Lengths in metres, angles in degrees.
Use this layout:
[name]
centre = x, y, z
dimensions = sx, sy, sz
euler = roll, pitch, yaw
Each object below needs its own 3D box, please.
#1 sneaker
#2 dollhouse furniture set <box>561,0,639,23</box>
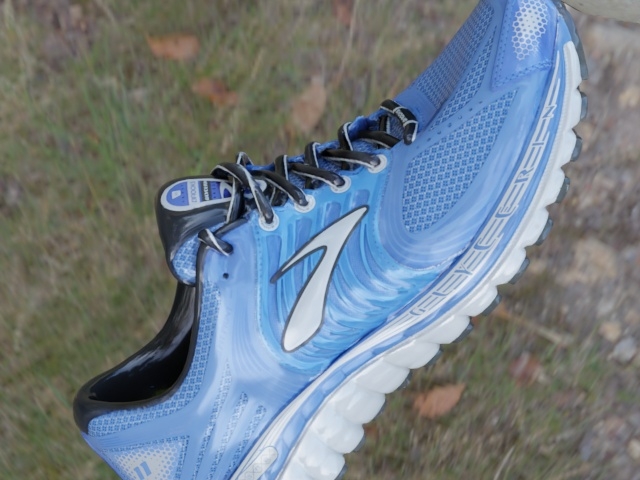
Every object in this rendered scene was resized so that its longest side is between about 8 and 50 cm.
[sneaker]
centre = 0.000, 0.000, 0.933
dimensions = 0.147, 0.130, 0.330
euler = 36, 97, -15
[dollhouse furniture set]
centre = 0.147, -0.173, 0.280
dimensions = 0.151, 0.301, 0.197
euler = 11, 56, -11
